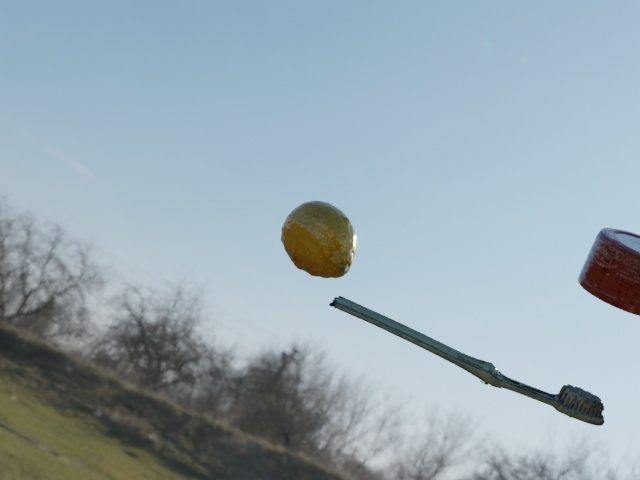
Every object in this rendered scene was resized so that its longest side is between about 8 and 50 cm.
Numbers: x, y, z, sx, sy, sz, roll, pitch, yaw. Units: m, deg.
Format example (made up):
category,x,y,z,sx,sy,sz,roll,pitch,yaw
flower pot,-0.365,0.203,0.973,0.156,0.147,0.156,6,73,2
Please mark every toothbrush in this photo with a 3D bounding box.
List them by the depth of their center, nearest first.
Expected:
category,x,y,z,sx,sy,sz,roll,pitch,yaw
toothbrush,0.142,0.118,0.855,0.294,0.028,0.026,20,24,15

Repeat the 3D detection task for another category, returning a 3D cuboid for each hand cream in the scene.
category,x,y,z,sx,sy,sz,roll,pitch,yaw
hand cream,0.644,0.064,1.760,0.193,0.125,0.193,17,21,-6

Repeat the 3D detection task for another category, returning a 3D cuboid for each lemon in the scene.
category,x,y,z,sx,sy,sz,roll,pitch,yaw
lemon,0.000,0.000,1.651,0.187,0.142,0.142,48,-1,39
